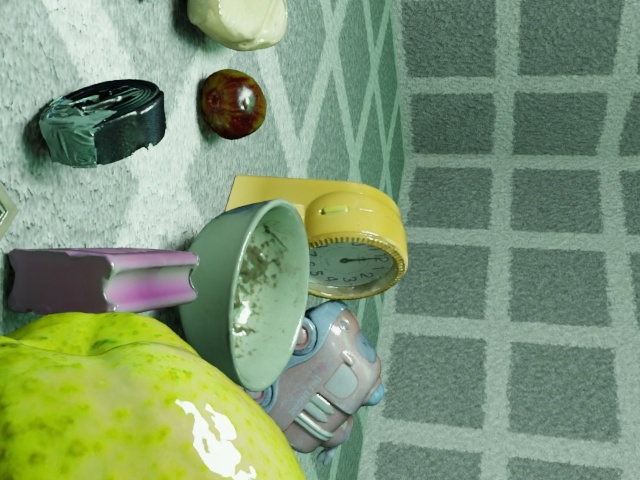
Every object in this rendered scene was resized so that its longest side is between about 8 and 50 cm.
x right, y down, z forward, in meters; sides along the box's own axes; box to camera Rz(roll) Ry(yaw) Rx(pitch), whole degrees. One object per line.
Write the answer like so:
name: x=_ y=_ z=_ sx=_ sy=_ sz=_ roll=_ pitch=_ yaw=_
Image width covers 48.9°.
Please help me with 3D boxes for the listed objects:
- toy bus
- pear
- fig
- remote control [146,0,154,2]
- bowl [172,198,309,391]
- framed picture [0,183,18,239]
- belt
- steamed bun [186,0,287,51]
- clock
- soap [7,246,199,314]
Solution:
toy bus: x=-0.003 y=0.273 z=1.366 sx=0.294 sy=0.231 sz=0.197 roll=-51 pitch=172 yaw=6
pear: x=-0.178 y=0.233 z=0.528 sx=0.391 sy=0.390 sz=0.392 roll=3 pitch=90 yaw=-76
fig: x=-0.131 y=-0.218 z=1.146 sx=0.154 sy=0.103 sz=0.109 roll=-15 pitch=129 yaw=-67
remote control: x=-0.207 y=-0.377 z=0.953 sx=0.162 sy=0.029 sz=0.061 roll=-71 pitch=161 yaw=-50
bowl: x=-0.133 y=0.074 z=1.074 sx=0.289 sy=0.146 sz=0.290 roll=7 pitch=90 yaw=-71
framed picture: x=-0.331 y=-0.041 z=0.533 sx=0.250 sy=0.016 sz=0.184 roll=77 pitch=20 yaw=-47
belt: x=-0.228 y=-0.128 z=0.744 sx=0.140 sy=0.105 sz=0.058 roll=-37 pitch=138 yaw=-39
steamed bun: x=-0.136 y=-0.377 z=1.089 sx=0.212 sy=0.110 sz=0.231 roll=53 pitch=47 yaw=-58
clock: x=0.000 y=0.000 z=1.286 sx=0.244 sy=0.316 sz=0.201 roll=69 pitch=20 yaw=-57
soap: x=-0.226 y=0.041 z=0.762 sx=0.203 sy=0.122 sz=0.066 roll=3 pitch=90 yaw=-77
